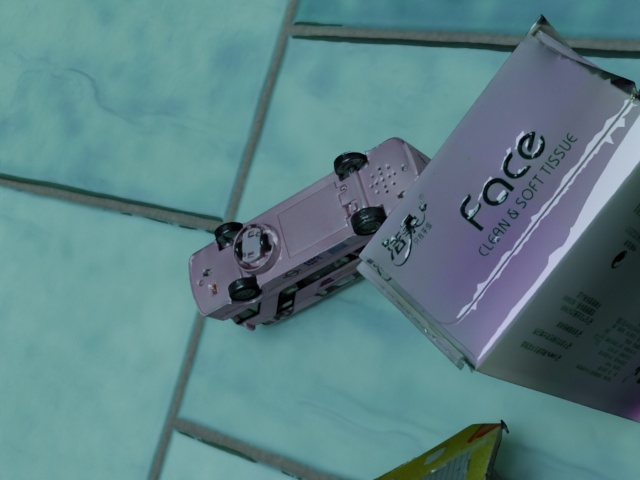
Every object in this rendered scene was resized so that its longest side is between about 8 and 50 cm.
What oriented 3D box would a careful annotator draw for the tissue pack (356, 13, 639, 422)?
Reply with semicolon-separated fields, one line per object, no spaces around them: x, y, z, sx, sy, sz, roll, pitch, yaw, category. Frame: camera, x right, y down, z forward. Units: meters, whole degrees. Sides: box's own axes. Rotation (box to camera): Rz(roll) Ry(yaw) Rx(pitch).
0.146;0.007;0.539;0.092;0.246;0.148;43;101;35;tissue pack

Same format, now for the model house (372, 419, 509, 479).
0.058;0.242;0.605;0.219;0.207;0.136;-37;95;19;model house

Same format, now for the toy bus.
0.000;0.000;0.739;0.203;0.090;0.063;-28;61;23;toy bus
